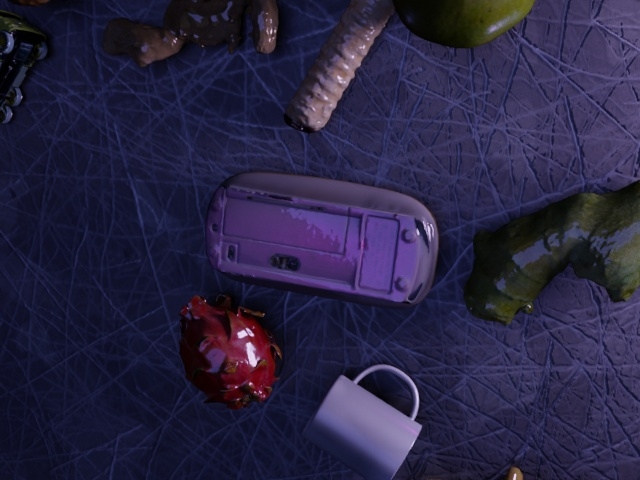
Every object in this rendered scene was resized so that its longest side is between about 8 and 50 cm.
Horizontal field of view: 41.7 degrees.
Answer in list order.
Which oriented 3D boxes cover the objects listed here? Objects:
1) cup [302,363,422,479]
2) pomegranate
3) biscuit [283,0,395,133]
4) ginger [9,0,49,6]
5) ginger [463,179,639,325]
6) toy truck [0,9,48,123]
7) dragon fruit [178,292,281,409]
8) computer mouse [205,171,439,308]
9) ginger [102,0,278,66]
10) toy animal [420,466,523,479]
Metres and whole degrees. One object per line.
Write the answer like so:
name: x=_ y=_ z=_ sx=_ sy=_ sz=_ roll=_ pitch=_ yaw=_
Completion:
cup: x=0.064 y=0.241 z=1.119 sx=0.133 sy=0.136 sz=0.099 roll=31 pitch=139 yaw=9
pomegranate: x=0.166 y=-0.300 z=0.937 sx=0.179 sy=0.210 sz=0.179 roll=-1 pitch=117 yaw=-3
biscuit: x=0.028 y=-0.231 z=1.061 sx=0.061 sy=0.055 sz=0.219 roll=38 pitch=107 yaw=23
ginger: x=-0.441 y=-0.461 z=1.101 sx=0.165 sy=0.172 sz=0.321 roll=-30 pitch=111 yaw=-2
ginger: x=0.307 y=0.015 z=1.011 sx=0.290 sy=0.089 sz=0.137 roll=-15 pitch=103 yaw=15
toy truck: x=-0.468 y=-0.247 z=1.185 sx=0.100 sy=0.077 sz=0.169 roll=43 pitch=111 yaw=19
dragon fruit: x=-0.129 y=0.149 z=1.133 sx=0.136 sy=0.133 sz=0.166 roll=-40 pitch=88 yaw=-25
computer mouse: x=0.000 y=0.000 z=1.097 sx=0.311 sy=0.072 sz=0.158 roll=9 pitch=102 yaw=14
ginger: x=-0.175 y=-0.306 z=1.105 sx=0.259 sy=0.065 sz=0.149 roll=-3 pitch=85 yaw=21
toy animal: x=0.196 y=0.380 z=1.068 sx=0.281 sy=0.195 sz=0.169 roll=6 pitch=140 yaw=10
